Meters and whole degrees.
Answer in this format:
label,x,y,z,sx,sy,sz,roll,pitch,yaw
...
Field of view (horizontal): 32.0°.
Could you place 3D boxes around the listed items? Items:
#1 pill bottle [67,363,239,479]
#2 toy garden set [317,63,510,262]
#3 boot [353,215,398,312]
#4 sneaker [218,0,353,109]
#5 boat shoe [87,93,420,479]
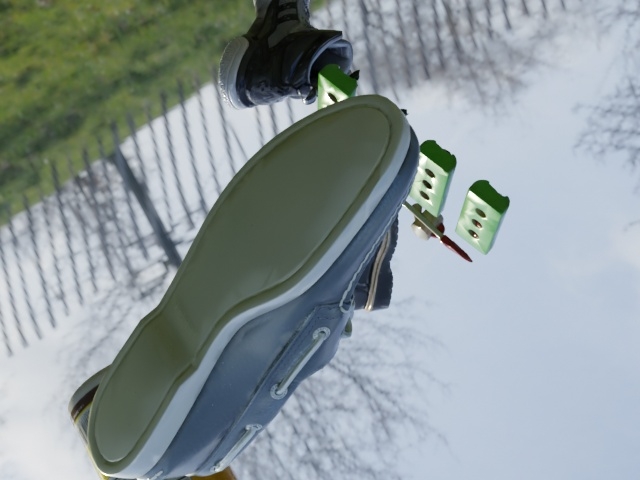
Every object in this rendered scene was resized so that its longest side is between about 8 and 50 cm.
label,x,y,z,sx,sy,sz,roll,pitch,yaw
pill bottle,-0.152,0.224,1.092,0.117,0.215,0.117,-28,160,-12
toy garden set,0.102,-0.077,1.233,0.049,0.244,0.204,-45,165,-18
boot,0.000,0.000,1.079,0.136,0.198,0.077,-9,-146,-10
sneaker,-0.021,-0.271,1.466,0.153,0.101,0.269,9,-125,21
boat shoe,-0.032,0.042,0.748,0.319,0.099,0.116,-51,-138,17
